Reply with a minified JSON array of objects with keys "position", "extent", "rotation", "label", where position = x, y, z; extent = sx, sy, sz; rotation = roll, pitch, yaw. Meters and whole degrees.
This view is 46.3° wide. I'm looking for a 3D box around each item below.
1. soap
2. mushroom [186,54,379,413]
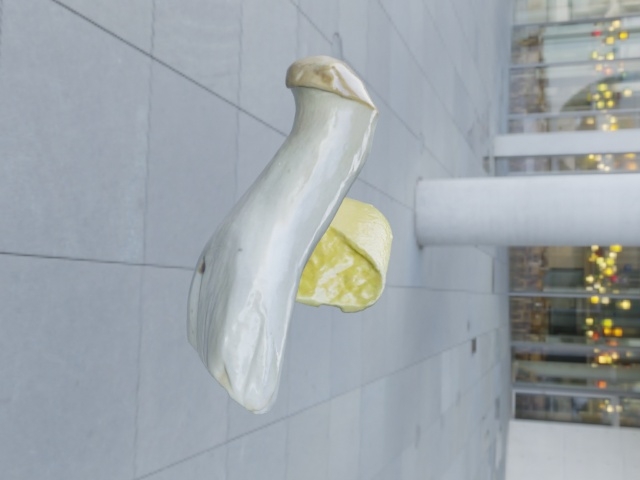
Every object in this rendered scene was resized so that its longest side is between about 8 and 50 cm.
[{"position":[0.000,-0.003,1.579],"extent":[0.427,0.306,0.115],"rotation":[-86,175,-64],"label":"soap"},{"position":[-0.028,-0.014,0.710],"extent":[0.122,0.159,0.328],"rotation":[26,84,-44],"label":"mushroom"}]
